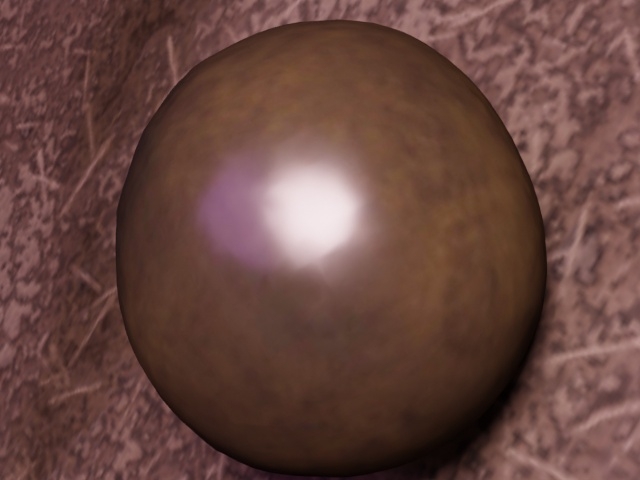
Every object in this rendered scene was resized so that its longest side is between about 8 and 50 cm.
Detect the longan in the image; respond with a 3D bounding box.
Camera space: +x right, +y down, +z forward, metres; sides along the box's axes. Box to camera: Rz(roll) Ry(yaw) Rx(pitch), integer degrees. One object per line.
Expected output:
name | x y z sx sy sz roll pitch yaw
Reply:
longan | 0.000 0.000 0.571 0.167 0.167 0.187 -49 22 20
